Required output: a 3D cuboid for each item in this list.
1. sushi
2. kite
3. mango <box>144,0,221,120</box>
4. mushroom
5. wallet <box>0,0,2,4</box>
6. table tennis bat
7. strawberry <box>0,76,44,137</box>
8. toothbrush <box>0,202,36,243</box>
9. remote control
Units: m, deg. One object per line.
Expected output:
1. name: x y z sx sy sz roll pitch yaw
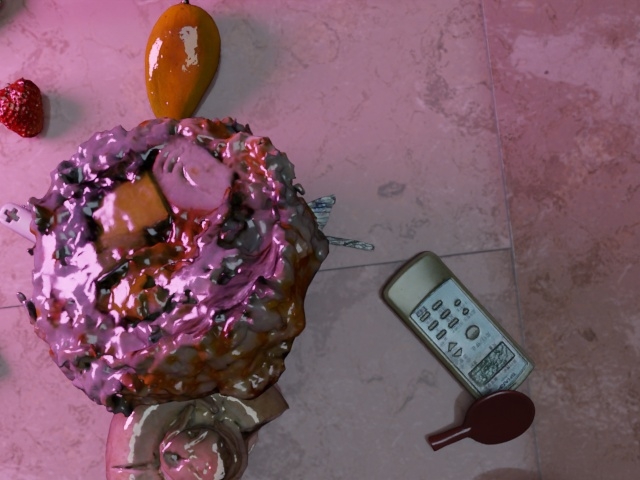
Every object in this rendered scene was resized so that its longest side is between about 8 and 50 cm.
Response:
1. sushi: -0.192 0.019 1.281 0.417 0.176 0.418 -8 61 15
2. kite: 0.000 0.000 1.454 0.152 0.005 0.137 21 88 -4
3. mango: -0.192 -0.243 1.423 0.101 0.066 0.188 13 95 -3
4. mushroom: -0.180 0.256 1.334 0.189 0.195 0.254 33 83 8
5. wallet: -0.520 -0.346 1.410 0.110 0.039 0.155 -45 91 -2
6. table tennis bat: 0.224 0.256 1.437 0.154 0.019 0.098 -23 124 7
7. strawberry: -0.406 -0.177 1.399 0.073 0.073 0.083 -30 103 -5
8. toothbrush: -0.259 0.068 1.412 0.417 0.040 0.042 33 83 -2
9. remote control: 0.192 0.124 1.449 0.098 0.038 0.233 -43 92 -5
